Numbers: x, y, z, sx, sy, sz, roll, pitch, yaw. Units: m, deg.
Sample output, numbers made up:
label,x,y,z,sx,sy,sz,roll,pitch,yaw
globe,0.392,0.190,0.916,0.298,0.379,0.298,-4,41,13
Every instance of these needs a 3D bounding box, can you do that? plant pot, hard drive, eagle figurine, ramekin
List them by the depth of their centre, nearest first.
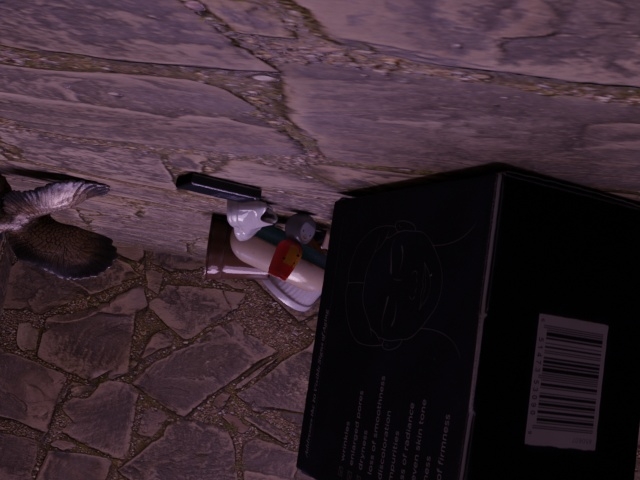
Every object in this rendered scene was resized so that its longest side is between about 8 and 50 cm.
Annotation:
label,x,y,z,sx,sy,sz,roll,pitch,yaw
hard drive,-0.188,-0.095,1.467,0.135,0.022,0.094,12,174,-27
eagle figurine,-0.624,-0.054,1.810,0.298,0.225,0.226,18,168,24
plant pot,-0.205,0.031,2.027,0.165,0.166,0.167,8,174,-6
ramekin,-0.069,0.085,2.214,0.207,0.109,0.207,41,-162,-16

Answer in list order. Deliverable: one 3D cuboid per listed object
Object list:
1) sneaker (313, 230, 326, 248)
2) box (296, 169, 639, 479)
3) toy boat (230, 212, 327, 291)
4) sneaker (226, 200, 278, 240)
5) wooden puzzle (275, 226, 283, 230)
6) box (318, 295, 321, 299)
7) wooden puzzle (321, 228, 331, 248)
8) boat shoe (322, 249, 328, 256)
label,x,y,z,sx,sy,sz,roll,pitch,yaw
sneaker,0.000,0.000,1.976,0.135,0.052,0.058,11,-179,4
box,0.208,0.173,1.206,0.298,0.479,0.472,11,174,-25
toy boat,-0.073,0.016,1.820,0.268,0.148,0.318,26,176,-5
sneaker,-0.133,-0.045,1.657,0.094,0.080,0.212,-2,172,3
wooden puzzle,-0.145,-0.032,2.072,0.116,0.014,0.078,7,169,22
box,-0.017,0.090,2.331,0.233,0.159,0.044,5,174,35
wooden puzzle,0.118,0.002,1.646,0.221,0.044,0.238,-2,176,-3
boat shoe,0.044,0.063,2.037,0.110,0.121,0.341,20,178,-32
